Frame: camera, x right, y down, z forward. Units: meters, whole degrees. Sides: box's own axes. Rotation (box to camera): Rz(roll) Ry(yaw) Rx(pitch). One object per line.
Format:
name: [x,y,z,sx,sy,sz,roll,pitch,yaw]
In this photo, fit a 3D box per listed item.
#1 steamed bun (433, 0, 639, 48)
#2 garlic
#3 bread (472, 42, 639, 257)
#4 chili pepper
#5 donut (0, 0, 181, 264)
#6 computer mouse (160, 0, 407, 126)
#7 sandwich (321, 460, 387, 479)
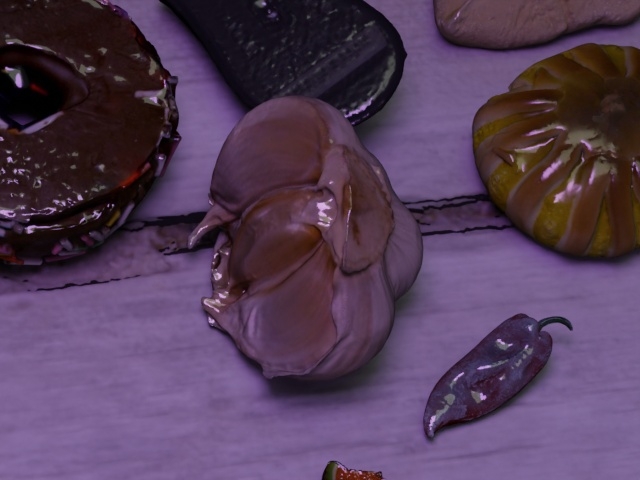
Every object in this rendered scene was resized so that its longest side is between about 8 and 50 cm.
steamed bun: [0.215,-0.283,1.633,0.212,0.110,0.231,7,61,-6]
garlic: [0.000,0.000,1.415,0.142,0.178,0.229,0,74,-46]
bread: [0.240,-0.083,1.520,0.213,0.105,0.213,6,60,-10]
chili pepper: [0.138,0.107,1.423,0.153,0.041,0.050,-41,52,-11]
donut: [-0.247,-0.099,1.445,0.269,0.103,0.270,6,59,-9]
computer mouse: [-0.035,-0.185,1.542,0.147,0.088,0.264,-33,69,-8]
sandwich: [0.050,0.222,1.344,0.135,0.029,0.067,36,54,13]
